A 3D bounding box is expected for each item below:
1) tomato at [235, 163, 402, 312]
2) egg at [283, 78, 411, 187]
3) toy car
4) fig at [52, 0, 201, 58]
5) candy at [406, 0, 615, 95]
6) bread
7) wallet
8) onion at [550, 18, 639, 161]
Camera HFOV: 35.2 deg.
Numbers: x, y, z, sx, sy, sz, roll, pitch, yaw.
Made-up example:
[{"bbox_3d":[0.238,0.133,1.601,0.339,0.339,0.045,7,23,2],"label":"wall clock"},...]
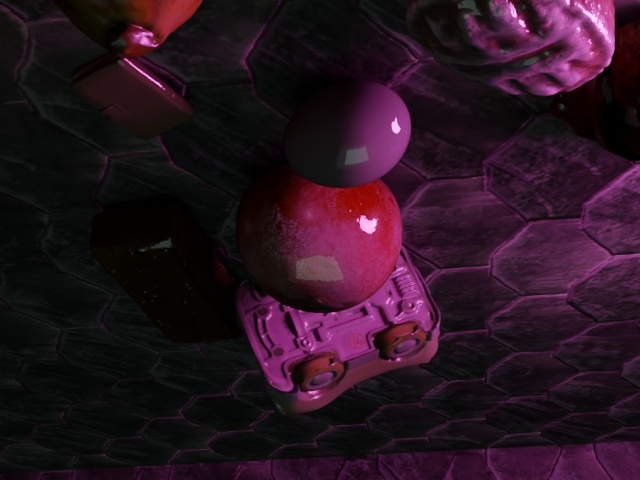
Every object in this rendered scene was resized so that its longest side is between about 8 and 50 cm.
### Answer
[{"bbox_3d":[0.000,0.000,1.605,0.270,0.227,0.270,-2,156,-1],"label":"tomato"},{"bbox_3d":[0.034,-0.146,1.406,0.198,0.147,0.146,-12,152,35],"label":"egg"},{"bbox_3d":[0.032,0.165,1.843,0.336,0.242,0.226,-21,151,-10],"label":"toy car"},{"bbox_3d":[-0.195,-0.322,0.987,0.223,0.224,0.263,4,121,-9],"label":"fig"},{"bbox_3d":[0.222,-0.270,1.162,0.214,0.157,0.289,-3,163,36],"label":"candy"},{"bbox_3d":[-0.268,0.066,1.851,0.165,0.113,0.416,-7,151,10],"label":"bread"},{"bbox_3d":[-0.262,-0.201,1.409,0.118,0.039,0.152,-20,144,28],"label":"wallet"},{"bbox_3d":[0.476,-0.171,1.375,0.280,0.146,0.314,-24,148,29],"label":"onion"}]
